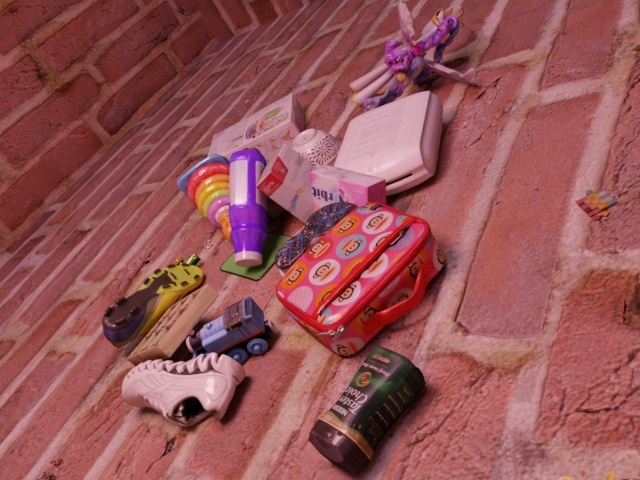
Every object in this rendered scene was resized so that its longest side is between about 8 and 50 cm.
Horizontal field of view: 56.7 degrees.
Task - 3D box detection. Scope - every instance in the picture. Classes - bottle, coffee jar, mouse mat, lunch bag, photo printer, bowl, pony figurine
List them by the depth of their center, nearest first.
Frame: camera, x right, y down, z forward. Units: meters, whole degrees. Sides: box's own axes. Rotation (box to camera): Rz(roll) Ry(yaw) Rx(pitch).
[{"bbox_3d":[0.069,0.253,0.890,0.184,0.079,0.096,-48,33,-22],"label":"coffee jar"},{"bbox_3d":[0.082,0.071,1.110,0.293,0.120,0.258,-44,36,-14],"label":"lunch bag"},{"bbox_3d":[0.164,-0.218,1.440,0.255,0.107,0.308,-16,35,29],"label":"photo printer"},{"bbox_3d":[-0.177,-0.077,1.463,0.092,0.118,0.283,-5,71,8],"label":"bottle"},{"bbox_3d":[-0.161,0.034,1.495,0.189,0.007,0.153,9,52,51],"label":"mouse mat"},{"bbox_3d":[0.249,-0.496,1.641,0.363,0.303,0.351,-41,19,18],"label":"pony figurine"},{"bbox_3d":[-0.029,-0.273,1.731,0.170,0.080,0.170,-23,32,16],"label":"bowl"}]

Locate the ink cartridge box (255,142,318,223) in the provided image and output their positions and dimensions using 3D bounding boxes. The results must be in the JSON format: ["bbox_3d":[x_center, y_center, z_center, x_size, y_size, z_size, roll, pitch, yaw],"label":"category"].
[{"bbox_3d":[-0.054,-0.133,1.456,0.072,0.175,0.128,-40,21,39],"label":"ink cartridge box"}]

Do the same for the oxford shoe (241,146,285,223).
[{"bbox_3d":[-0.147,-0.171,1.675,0.130,0.123,0.348,-27,41,5],"label":"oxford shoe"}]

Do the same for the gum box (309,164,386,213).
[{"bbox_3d":[0.057,-0.096,1.324,0.062,0.107,0.188,-26,33,-37],"label":"gum box"}]

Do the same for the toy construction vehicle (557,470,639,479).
[{"bbox_3d":[0.303,0.292,0.653,0.098,0.035,0.086,-5,41,40],"label":"toy construction vehicle"}]

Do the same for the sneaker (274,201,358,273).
[{"bbox_3d":[0.000,0.000,1.255,0.211,0.081,0.080,-39,43,-3],"label":"sneaker"}]

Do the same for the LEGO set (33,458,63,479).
[{"bbox_3d":[-0.558,0.489,1.221,0.054,0.024,0.083,-9,25,33],"label":"LEGO set"}]

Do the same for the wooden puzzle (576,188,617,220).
[{"bbox_3d":[0.476,-0.065,1.023,0.049,0.006,0.083,-29,31,9],"label":"wooden puzzle"}]

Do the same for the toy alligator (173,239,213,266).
[{"bbox_3d":[-0.358,0.071,1.592,0.189,0.056,0.051,-44,-9,-16],"label":"toy alligator"}]

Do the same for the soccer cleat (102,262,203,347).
[{"bbox_3d":[-0.413,0.157,1.477,0.093,0.121,0.289,32,48,26],"label":"soccer cleat"}]

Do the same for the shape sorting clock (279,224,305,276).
[{"bbox_3d":[-0.007,0.014,1.340,0.206,0.040,0.206,-25,31,16],"label":"shape sorting clock"}]

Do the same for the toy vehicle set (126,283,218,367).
[{"bbox_3d":[-0.330,0.194,1.307,0.266,0.035,0.166,-28,22,56],"label":"toy vehicle set"}]

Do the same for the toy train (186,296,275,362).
[{"bbox_3d":[-0.184,0.194,1.191,0.184,0.105,0.080,-27,31,11],"label":"toy train"}]

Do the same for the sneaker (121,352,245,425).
[{"bbox_3d":[-0.285,0.298,1.151,0.291,0.110,0.118,-16,44,29],"label":"sneaker"}]

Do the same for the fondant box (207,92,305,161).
[{"bbox_3d":[-0.215,-0.343,1.996,0.330,0.096,0.238,-26,31,16],"label":"fondant box"}]

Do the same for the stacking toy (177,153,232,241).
[{"bbox_3d":[-0.276,-0.095,1.671,0.165,0.175,0.302,-35,41,4],"label":"stacking toy"}]
